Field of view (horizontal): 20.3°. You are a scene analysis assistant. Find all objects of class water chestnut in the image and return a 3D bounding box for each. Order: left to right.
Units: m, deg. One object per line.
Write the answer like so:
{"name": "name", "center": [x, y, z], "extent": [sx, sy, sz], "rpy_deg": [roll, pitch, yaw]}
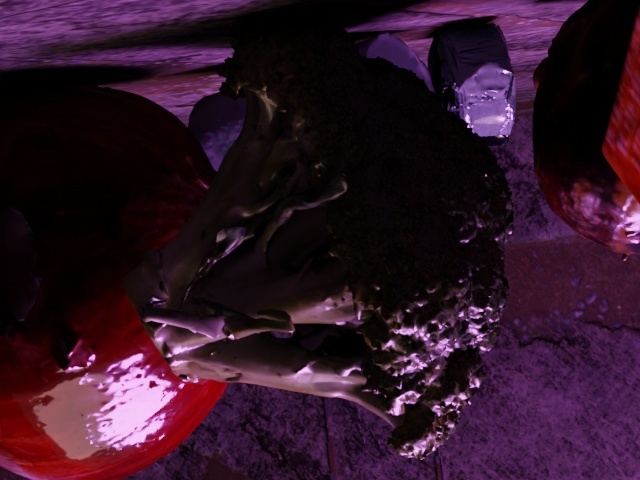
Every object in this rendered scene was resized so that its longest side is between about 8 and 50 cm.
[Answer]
{"name": "water chestnut", "center": [0.271, -0.091, 1.335], "extent": [0.223, 0.238, 0.224], "rpy_deg": [-39, 159, -19]}

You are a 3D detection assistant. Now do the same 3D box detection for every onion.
{"name": "onion", "center": [-0.208, 0.036, 1.483], "extent": [0.341, 0.341, 0.341], "rpy_deg": [-8, -179, 0]}

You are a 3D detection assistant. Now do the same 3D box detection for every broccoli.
{"name": "broccoli", "center": [0.000, 0.000, 1.289], "extent": [0.283, 0.321, 0.304], "rpy_deg": [-26, 150, 0]}

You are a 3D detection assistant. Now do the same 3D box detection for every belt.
{"name": "belt", "center": [0.125, -0.129, 1.513], "extent": [0.058, 0.105, 0.140], "rpy_deg": [-8, 169, -7]}

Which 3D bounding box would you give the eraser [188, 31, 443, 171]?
{"name": "eraser", "center": [0.004, -0.068, 1.534], "extent": [0.227, 0.174, 0.081], "rpy_deg": [-14, -173, 44]}

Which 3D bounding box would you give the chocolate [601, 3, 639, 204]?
{"name": "chocolate", "center": [0.288, -0.052, 1.098], "extent": [0.108, 0.235, 0.237], "rpy_deg": [-22, 151, -16]}

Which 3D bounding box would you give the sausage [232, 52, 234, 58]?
{"name": "sausage", "center": [-0.028, -0.142, 1.411], "extent": [0.083, 0.034, 0.034], "rpy_deg": [-9, -179, 2]}
